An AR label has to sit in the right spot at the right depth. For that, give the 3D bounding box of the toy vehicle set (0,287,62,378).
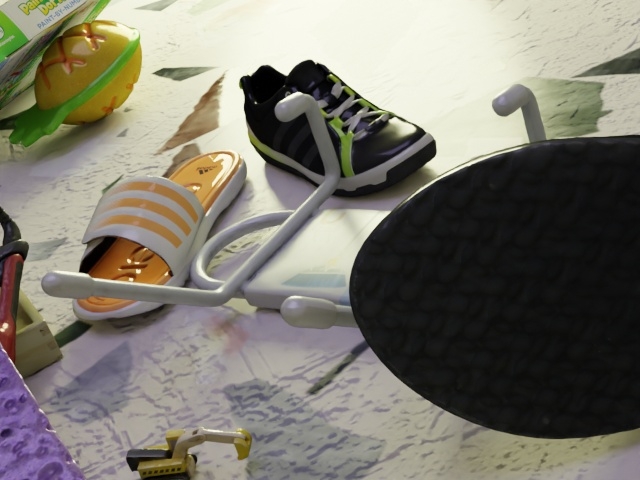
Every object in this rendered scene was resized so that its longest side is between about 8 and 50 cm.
[{"bbox_3d":[-0.332,0.074,1.064,0.166,0.035,0.267,-29,29,-16],"label":"toy vehicle set"}]

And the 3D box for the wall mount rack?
[{"bbox_3d":[0.000,0.000,0.882,0.350,0.130,0.304,3,35,38],"label":"wall mount rack"}]

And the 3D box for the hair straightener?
[{"bbox_3d":[-0.269,0.059,0.943,0.089,0.047,0.230,-4,54,0],"label":"hair straightener"}]

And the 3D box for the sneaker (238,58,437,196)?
[{"bbox_3d":[-0.002,-0.106,1.105,0.084,0.097,0.235,-37,32,-29],"label":"sneaker"}]

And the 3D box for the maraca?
[{"bbox_3d":[-0.270,-0.171,1.402,0.185,0.099,0.127,-49,27,-16],"label":"maraca"}]

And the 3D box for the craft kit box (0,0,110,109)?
[{"bbox_3d":[-0.350,-0.214,1.454,0.250,0.061,0.246,-35,7,46],"label":"craft kit box"}]

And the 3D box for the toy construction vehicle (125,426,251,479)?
[{"bbox_3d":[-0.094,0.151,0.773,0.098,0.035,0.086,-10,29,17],"label":"toy construction vehicle"}]

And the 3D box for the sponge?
[{"bbox_3d":[-0.240,0.131,0.833,0.117,0.031,0.210,-30,50,-16],"label":"sponge"}]

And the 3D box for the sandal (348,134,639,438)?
[{"bbox_3d":[0.234,0.000,0.743,0.446,0.167,0.107,-14,2,-5],"label":"sandal"}]

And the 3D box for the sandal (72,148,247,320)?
[{"bbox_3d":[-0.144,-0.028,1.081,0.102,0.076,0.265,-7,30,23],"label":"sandal"}]
